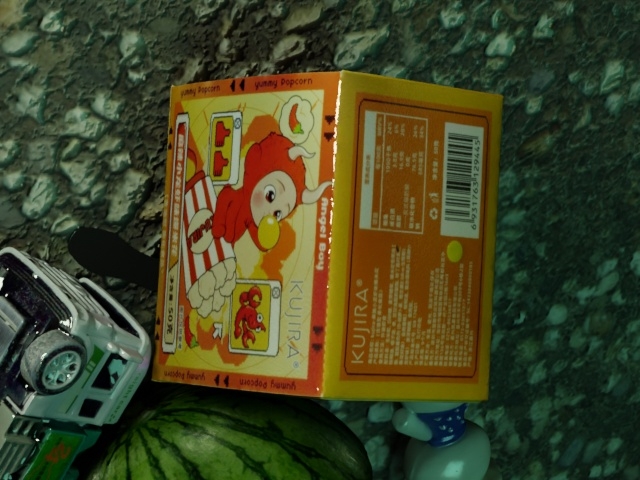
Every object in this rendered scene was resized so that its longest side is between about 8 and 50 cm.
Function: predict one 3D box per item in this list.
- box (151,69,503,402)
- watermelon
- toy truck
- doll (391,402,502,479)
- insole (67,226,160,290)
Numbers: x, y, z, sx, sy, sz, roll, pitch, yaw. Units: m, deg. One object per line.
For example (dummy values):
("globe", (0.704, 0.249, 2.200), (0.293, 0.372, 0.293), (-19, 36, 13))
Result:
("box", (0.000, 0.000, 1.742), (0.214, 0.259, 0.283), (6, 86, -41))
("watermelon", (-0.129, 0.247, 1.842), (0.331, 0.331, 0.189), (-45, 119, -4))
("toy truck", (-0.304, 0.190, 1.777), (0.178, 0.176, 0.363), (13, 111, -51))
("doll", (0.138, 0.206, 2.161), (0.138, 0.119, 0.293), (-38, 132, -33))
("insole", (-0.193, 0.019, 1.853), (0.135, 0.002, 0.045), (25, 103, -44))
